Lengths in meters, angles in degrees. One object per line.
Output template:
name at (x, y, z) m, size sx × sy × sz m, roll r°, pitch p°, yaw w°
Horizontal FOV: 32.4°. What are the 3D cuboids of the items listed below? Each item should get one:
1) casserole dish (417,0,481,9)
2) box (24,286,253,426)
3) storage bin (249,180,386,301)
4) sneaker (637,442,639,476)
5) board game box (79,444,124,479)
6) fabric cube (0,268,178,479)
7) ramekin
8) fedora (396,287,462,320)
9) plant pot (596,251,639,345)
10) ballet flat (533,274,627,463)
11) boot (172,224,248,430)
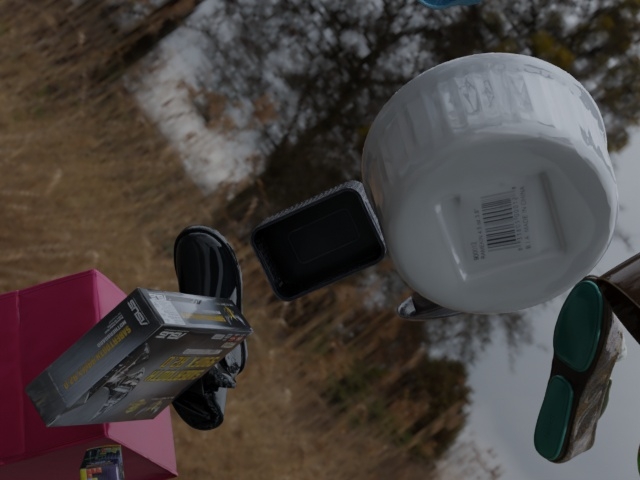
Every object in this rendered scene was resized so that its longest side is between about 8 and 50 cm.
casserole dish at (0.100, -0.302, 1.010) m, size 0.188 × 0.114 × 0.037 m, roll 53°, pitch 24°, yaw -11°
box at (-0.204, 0.138, 1.285) m, size 0.056 × 0.183 × 0.231 m, roll 53°, pitch 13°, yaw 19°
storage bin at (0.000, 0.000, 1.639) m, size 0.122 × 0.180 × 0.084 m, roll 65°, pitch 11°, yaw -6°
sneaker at (0.643, 0.408, 1.485) m, size 0.483 × 0.202 × 0.185 m, roll 58°, pitch -47°, yaw 38°
board game box at (-0.258, 0.345, 1.340) m, size 0.141 × 0.048 × 0.170 m, roll 177°, pitch -93°, yaw -80°
fabric cube at (-0.387, 0.233, 1.647) m, size 0.254 × 0.259 × 0.258 m, roll 57°, pitch 20°, yaw -62°
ramekin at (0.187, -0.050, 1.197) m, size 0.277 × 0.277 × 0.135 m, roll 58°, pitch 16°, yaw -34°
fedora at (0.206, 0.019, 1.586) m, size 0.275 × 0.244 × 0.124 m, roll -166°, pitch -128°, yaw -88°
plant pot at (0.529, 0.060, 1.470) m, size 0.215 × 0.230 × 0.215 m, roll 50°, pitch 1°, yaw -1°
ballet flat at (0.404, 0.192, 1.672) m, size 0.107 × 0.106 × 0.316 m, roll 45°, pitch -49°, yaw 51°
boot at (-0.165, 0.119, 1.548) m, size 0.207 × 0.094 × 0.246 m, roll -72°, pitch 153°, yaw -73°
